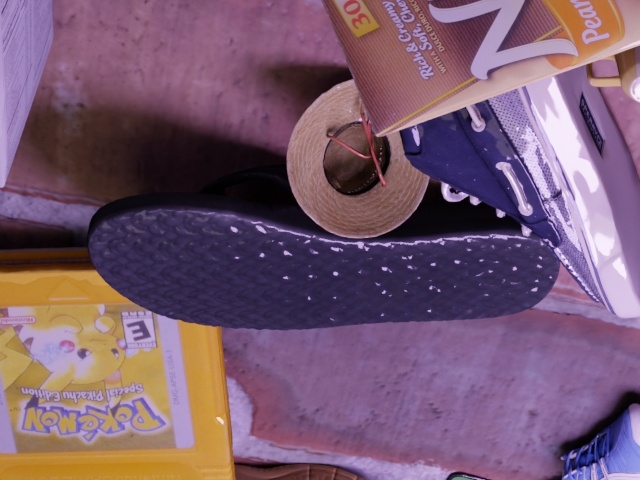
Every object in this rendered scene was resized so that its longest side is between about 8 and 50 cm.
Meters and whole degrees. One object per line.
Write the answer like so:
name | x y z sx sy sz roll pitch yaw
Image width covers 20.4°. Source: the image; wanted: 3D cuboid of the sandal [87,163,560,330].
sandal | 0.001 0.002 1.676 0.445 0.107 0.167 3 138 -13

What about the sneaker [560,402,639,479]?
sneaker | 0.301 0.247 1.892 0.081 0.080 0.211 9 136 -6

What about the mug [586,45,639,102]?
mug | 0.269 -0.144 1.486 0.062 0.064 0.078 36 131 -28

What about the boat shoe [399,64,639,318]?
boat shoe | 0.178 -0.061 1.562 0.158 0.127 0.340 -9 126 25

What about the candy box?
candy box | 0.157 -0.217 1.351 0.316 0.087 0.183 -19 98 25

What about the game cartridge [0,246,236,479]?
game cartridge | -0.237 0.153 1.822 0.285 0.053 0.324 -2 120 4

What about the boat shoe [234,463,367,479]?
boat shoe | -0.042 0.314 2.013 0.277 0.098 0.096 7 139 15

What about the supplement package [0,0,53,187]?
supplement package | -0.327 -0.213 1.407 0.199 0.198 0.263 9 138 0

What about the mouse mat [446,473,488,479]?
mouse mat | 0.192 0.336 2.061 0.152 0.007 0.190 17 138 -9

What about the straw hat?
straw hat | 0.028 -0.073 1.590 0.144 0.144 0.061 25 174 -18
